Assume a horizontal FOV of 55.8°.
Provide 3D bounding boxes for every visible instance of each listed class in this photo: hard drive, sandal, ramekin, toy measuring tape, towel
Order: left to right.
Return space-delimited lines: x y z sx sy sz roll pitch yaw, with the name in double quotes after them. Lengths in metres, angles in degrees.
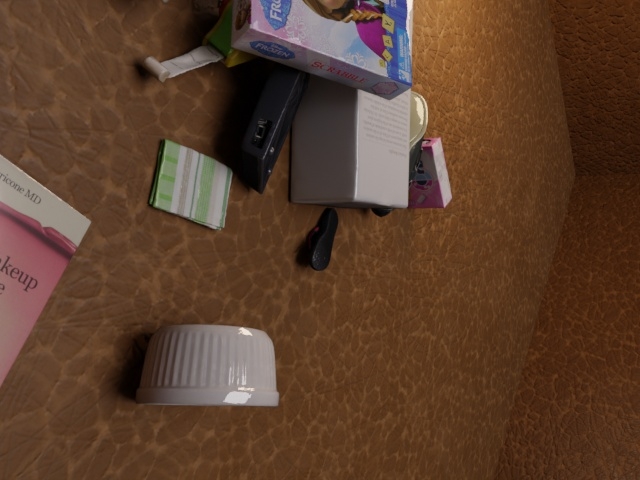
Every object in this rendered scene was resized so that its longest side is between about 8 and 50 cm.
-0.207 -0.087 0.976 0.152 0.023 0.113 21 72 -52 "towel"
-0.162 0.189 0.896 0.207 0.207 0.109 25 62 -54 "ramekin"
-0.143 -0.341 0.964 0.330 0.121 0.121 -40 123 -48 "toy measuring tape"
-0.075 -0.224 1.057 0.172 0.054 0.255 111 -1 -72 "hard drive"
0.000 0.000 1.274 0.179 0.040 0.067 -71 150 -48 "sandal"

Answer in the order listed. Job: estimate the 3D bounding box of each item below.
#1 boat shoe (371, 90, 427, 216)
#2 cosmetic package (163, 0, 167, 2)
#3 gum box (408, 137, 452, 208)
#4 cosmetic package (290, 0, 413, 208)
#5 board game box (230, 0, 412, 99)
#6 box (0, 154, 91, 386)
0.182 -0.206 1.467 0.113 0.127 0.340 89 10 -64 "boat shoe"
-0.246 -0.443 0.791 0.239 0.060 0.099 51 35 -24 "cosmetic package"
0.272 -0.181 1.597 0.062 0.107 0.188 -45 127 -45 "gum box"
0.069 -0.297 1.244 0.230 0.161 0.453 2 89 -56 "cosmetic package"
0.009 -0.425 0.996 0.318 0.066 0.319 8 74 -34 "board game box"
-0.379 0.037 0.629 0.148 0.127 0.232 47 54 -46 "box"
